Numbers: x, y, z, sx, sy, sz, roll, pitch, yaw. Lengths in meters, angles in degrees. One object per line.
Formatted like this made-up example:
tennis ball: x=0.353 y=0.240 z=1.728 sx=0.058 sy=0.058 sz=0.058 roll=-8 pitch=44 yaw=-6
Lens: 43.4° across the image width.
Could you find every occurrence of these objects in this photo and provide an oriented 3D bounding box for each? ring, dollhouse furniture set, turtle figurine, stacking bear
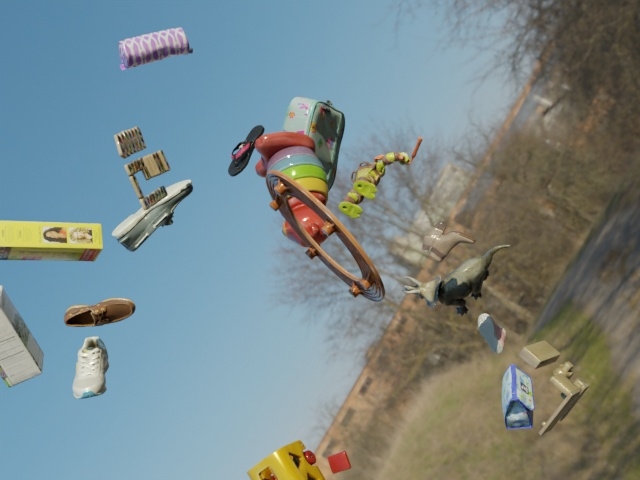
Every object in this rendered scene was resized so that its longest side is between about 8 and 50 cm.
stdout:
ring: x=0.000 y=0.000 z=1.577 sx=0.032 sy=0.336 sz=0.336 roll=-43 pitch=-15 yaw=-12
dollhouse furniture set: x=0.504 y=0.330 z=1.821 sx=0.144 sy=0.151 sz=0.123 roll=-3 pitch=-52 yaw=-51
turtle figurine: x=0.125 y=-0.154 z=1.958 sx=0.269 sy=0.087 sz=0.217 roll=-38 pitch=9 yaw=32
stacking bear: x=-0.055 y=-0.113 z=2.027 sx=0.164 sy=0.289 sz=0.175 roll=-11 pitch=-28 yaw=-10

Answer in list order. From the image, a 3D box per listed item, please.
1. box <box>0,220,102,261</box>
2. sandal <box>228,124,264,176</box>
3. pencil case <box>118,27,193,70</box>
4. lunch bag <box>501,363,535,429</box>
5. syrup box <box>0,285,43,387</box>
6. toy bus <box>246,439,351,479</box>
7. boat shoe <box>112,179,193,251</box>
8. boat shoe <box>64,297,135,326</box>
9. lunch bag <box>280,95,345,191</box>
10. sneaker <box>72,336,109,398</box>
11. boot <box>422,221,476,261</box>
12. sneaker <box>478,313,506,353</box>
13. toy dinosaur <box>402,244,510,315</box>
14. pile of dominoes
box: x=-0.552 y=0.002 z=1.574 sx=0.087 sy=0.232 sz=0.058 roll=-37 pitch=58 yaw=55
sandal: x=-0.217 y=-0.257 z=2.254 sx=0.040 sy=0.067 sz=0.179 roll=43 pitch=-115 yaw=-40
pencil case: x=-0.480 y=-0.554 z=2.324 sx=0.206 sy=0.086 sz=0.088 roll=-17 pitch=-24 yaw=-20
lunch bag: x=0.571 y=0.454 z=2.340 sx=0.128 sy=0.096 sz=0.151 roll=-81 pitch=-24 yaw=-47
syrup box: x=-0.792 y=0.241 z=2.019 sx=0.096 sy=0.093 sz=0.236 roll=-23 pitch=-60 yaw=-4
toy bus: x=-0.039 y=0.450 z=1.381 sx=0.104 sy=0.202 sz=0.190 roll=3 pitch=-86 yaw=-63
boat shoe: x=-0.550 y=-0.085 z=2.726 sx=0.319 sy=0.099 sz=0.116 roll=-39 pitch=23 yaw=-11
boat shoe: x=-0.553 y=0.188 z=2.014 sx=0.060 sy=0.178 sz=0.064 roll=-104 pitch=5 yaw=-71
lunch bag: x=-0.022 y=-0.283 z=2.396 sx=0.224 sy=0.108 sz=0.279 roll=14 pitch=-91 yaw=-57
sneaker: x=-0.594 y=0.329 z=2.064 sx=0.228 sy=0.088 sz=0.092 roll=-121 pitch=23 yaw=-68
boot: x=0.308 y=0.012 z=1.957 sx=0.042 sy=0.118 sz=0.087 roll=8 pitch=-72 yaw=-65
sneaker: x=0.521 y=0.269 z=2.434 sx=0.051 sy=0.134 sz=0.070 roll=-19 pitch=15 yaw=35
toy dinosaur: x=0.389 y=0.112 z=2.173 sx=0.314 sy=0.121 sz=0.160 roll=-27 pitch=-26 yaw=8
pile of dominoes: x=-0.430 y=-0.189 z=1.995 sx=0.040 sy=0.196 sz=0.251 roll=-21 pitch=11 yaw=6
